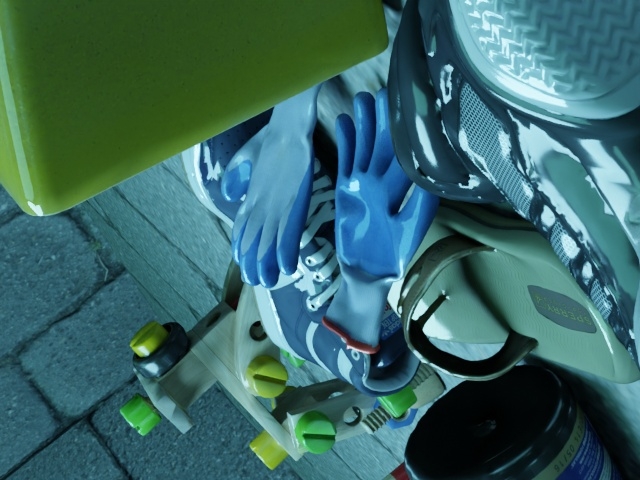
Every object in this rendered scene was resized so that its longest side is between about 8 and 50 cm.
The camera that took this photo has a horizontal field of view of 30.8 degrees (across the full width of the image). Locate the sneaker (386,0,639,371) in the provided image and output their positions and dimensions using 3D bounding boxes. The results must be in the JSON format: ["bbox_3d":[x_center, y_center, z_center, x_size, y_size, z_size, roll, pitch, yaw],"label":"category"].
[{"bbox_3d":[0.114,-0.014,0.430,0.269,0.101,0.153,60,167,-8],"label":"sneaker"}]

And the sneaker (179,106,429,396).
[{"bbox_3d":[0.000,0.000,0.863,0.153,0.099,0.282,28,148,45],"label":"sneaker"}]

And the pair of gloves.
[{"bbox_3d":[-0.002,-0.029,0.732,0.198,0.023,0.159,28,110,47],"label":"pair of gloves"}]

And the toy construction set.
[{"bbox_3d":[-0.039,0.151,1.084,0.309,0.237,0.257,39,162,44],"label":"toy construction set"}]

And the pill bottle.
[{"bbox_3d":[0.159,0.201,0.793,0.219,0.123,0.123,56,166,-20],"label":"pill bottle"}]

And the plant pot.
[{"bbox_3d":[-0.111,-0.177,0.566,0.212,0.212,0.187,42,150,37],"label":"plant pot"}]

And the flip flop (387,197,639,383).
[{"bbox_3d":[0.092,0.042,0.684,0.112,0.080,0.277,56,167,-16],"label":"flip flop"}]
